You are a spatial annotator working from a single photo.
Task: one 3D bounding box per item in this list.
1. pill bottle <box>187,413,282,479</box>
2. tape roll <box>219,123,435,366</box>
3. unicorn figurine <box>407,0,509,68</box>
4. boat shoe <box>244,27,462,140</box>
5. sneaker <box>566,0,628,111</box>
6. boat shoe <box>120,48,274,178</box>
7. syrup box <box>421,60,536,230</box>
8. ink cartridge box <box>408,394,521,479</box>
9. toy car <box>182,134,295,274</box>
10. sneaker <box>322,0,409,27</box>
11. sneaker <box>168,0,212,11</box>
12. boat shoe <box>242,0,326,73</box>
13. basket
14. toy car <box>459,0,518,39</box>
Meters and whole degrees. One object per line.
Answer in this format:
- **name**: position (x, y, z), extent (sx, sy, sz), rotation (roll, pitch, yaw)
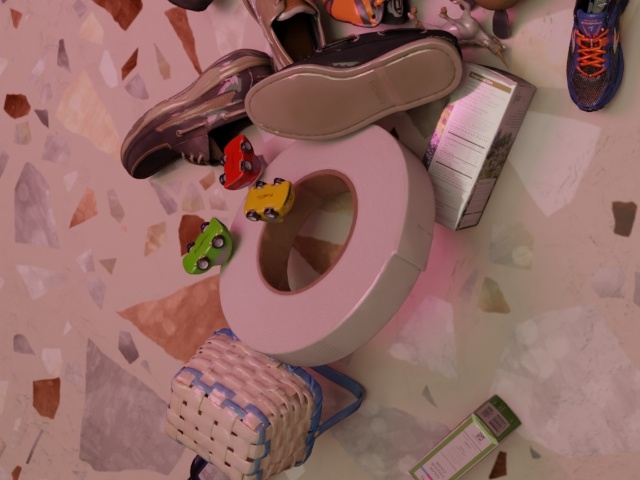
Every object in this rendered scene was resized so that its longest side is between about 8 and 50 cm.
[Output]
- **pill bottle**: position (-0.159, 0.402, 1.602), extent (0.123, 0.122, 0.219), rotation (45, 116, 18)
- **tape roll**: position (0.000, 0.000, 1.352), extent (0.392, 0.072, 0.392), rotation (-27, 48, 34)
- **unicorn figurine**: position (0.203, -0.314, 1.332), extent (0.161, 0.111, 0.060), rotation (11, 70, 50)
- **boat shoe**: position (0.051, -0.246, 1.328), extent (0.340, 0.113, 0.127), rotation (-15, 121, 27)
- **sneaker**: position (0.376, -0.289, 1.227), extent (0.083, 0.087, 0.221), rotation (7, 99, 30)
- **boat shoe**: position (-0.213, -0.192, 1.556), extent (0.355, 0.132, 0.130), rotation (-33, 79, 30)
- **syrup box**: position (0.224, -0.141, 1.330), extent (0.096, 0.093, 0.237), rotation (28, 109, 25)
- **ink cartridge box**: position (0.208, 0.339, 1.389), extent (0.062, 0.109, 0.209), rotation (49, 117, 17)
- **toy car**: position (-0.139, -0.035, 1.425), extent (0.225, 0.053, 0.239), rotation (-54, 37, 7)
- **sneaker**: position (0.128, -0.426, 1.349), extent (0.321, 0.124, 0.180), rotation (-14, 93, 41)
- **sneaker**: position (-0.238, -0.629, 1.493), extent (0.257, 0.169, 0.448), rotation (-30, 79, 31)
- **boat shoe**: position (-0.048, -0.365, 1.433), extent (0.302, 0.113, 0.103), rotation (68, 162, -4)
- **basket**: position (-0.100, 0.250, 1.455), extent (0.254, 0.289, 0.201), rotation (29, 126, 26)
- **toy car**: position (0.268, -0.387, 1.279), extent (0.155, 0.149, 0.188), rotation (46, 144, 21)
